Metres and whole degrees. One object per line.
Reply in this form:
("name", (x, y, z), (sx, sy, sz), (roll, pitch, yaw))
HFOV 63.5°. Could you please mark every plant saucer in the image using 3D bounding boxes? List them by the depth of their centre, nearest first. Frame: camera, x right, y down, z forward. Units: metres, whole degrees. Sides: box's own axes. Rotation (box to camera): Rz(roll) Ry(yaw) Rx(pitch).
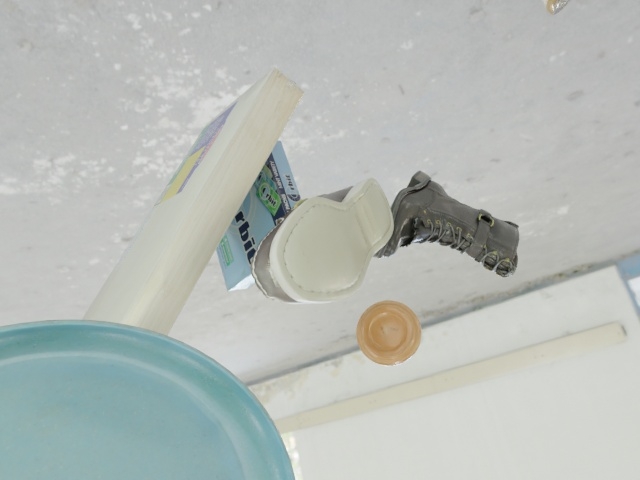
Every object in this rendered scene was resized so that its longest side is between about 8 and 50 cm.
("plant saucer", (-0.164, 0.204, 0.310), (0.318, 0.317, 0.044), (-2, 180, -28))
("plant saucer", (0.086, 0.117, 0.658), (0.084, 0.083, 0.013), (-18, 157, 10))

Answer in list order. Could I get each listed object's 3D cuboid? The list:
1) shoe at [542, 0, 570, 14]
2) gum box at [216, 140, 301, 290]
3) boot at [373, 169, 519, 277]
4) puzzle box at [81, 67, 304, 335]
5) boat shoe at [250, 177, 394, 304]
("shoe", (0.346, -0.411, 0.712), (0.077, 0.058, 0.219), (-35, 157, -6))
("gum box", (-0.098, -0.032, 0.757), (0.041, 0.157, 0.184), (-4, 157, -41))
("boot", (0.225, -0.008, 0.867), (0.263, 0.229, 0.091), (-49, 168, -45))
("puzzle box", (-0.186, -0.015, 0.671), (0.052, 0.408, 0.272), (35, 161, -23))
("boat shoe", (0.000, 0.000, 0.630), (0.097, 0.116, 0.324), (-18, -170, 27))
